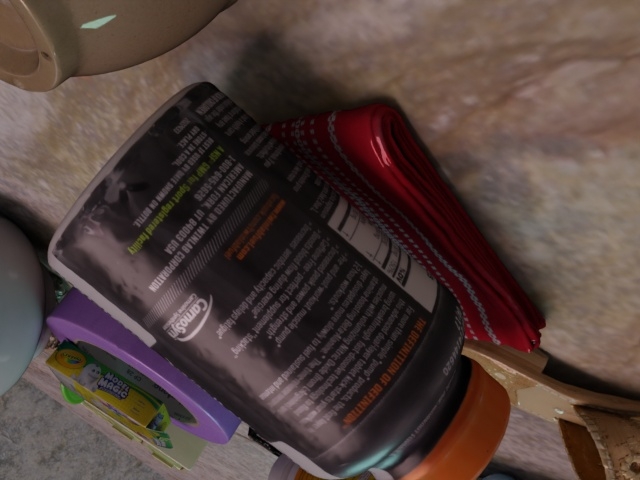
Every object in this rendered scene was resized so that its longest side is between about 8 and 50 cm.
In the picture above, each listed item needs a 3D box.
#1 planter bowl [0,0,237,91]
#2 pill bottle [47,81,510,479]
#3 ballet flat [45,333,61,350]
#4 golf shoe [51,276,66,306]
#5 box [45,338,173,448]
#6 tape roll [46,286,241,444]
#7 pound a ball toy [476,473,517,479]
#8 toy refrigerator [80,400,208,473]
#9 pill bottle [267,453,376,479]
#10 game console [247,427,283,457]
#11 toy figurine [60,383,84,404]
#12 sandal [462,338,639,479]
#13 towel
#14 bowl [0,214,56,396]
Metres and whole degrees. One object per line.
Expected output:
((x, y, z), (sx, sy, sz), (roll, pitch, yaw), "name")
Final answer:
((-0.120, -0.136, 0.325), (0.162, 0.109, 0.162), (26, 153, 14), "planter bowl")
((-0.012, 0.040, 0.412), (0.245, 0.130, 0.130), (41, 154, -7), "pill bottle")
((-0.442, 0.152, 1.250), (0.084, 0.058, 0.250), (34, 165, -15), "ballet flat")
((-0.463, 0.057, 1.128), (0.176, 0.069, 0.086), (34, 161, 1), "golf shoe")
((-0.261, 0.203, 0.966), (0.179, 0.043, 0.105), (32, 155, 10), "box")
((-0.210, 0.148, 0.961), (0.274, 0.090, 0.275), (27, 155, 14), "tape roll")
((0.217, 0.299, 0.632), (0.319, 0.136, 0.208), (6, 180, 44), "pound a ball toy")
((-0.356, 0.358, 1.501), (0.269, 0.094, 0.102), (34, 155, -3), "toy refrigerator")
((0.040, 0.320, 0.916), (0.136, 0.136, 0.245), (45, 153, -24), "pill bottle")
((-0.037, 0.286, 1.093), (0.122, 0.071, 0.107), (37, -175, -7), "game console")
((-0.302, 0.194, 1.166), (0.159, 0.130, 0.173), (12, 125, 13), "toy figurine")
((0.182, 0.142, 0.497), (0.240, 0.079, 0.088), (25, 154, 18), "sandal")
((0.000, 0.000, 0.518), (0.274, 0.031, 0.199), (-1, 138, 50), "towel")
((-0.445, 0.089, 0.985), (0.297, 0.298, 0.134), (10, -179, 41), "bowl")
